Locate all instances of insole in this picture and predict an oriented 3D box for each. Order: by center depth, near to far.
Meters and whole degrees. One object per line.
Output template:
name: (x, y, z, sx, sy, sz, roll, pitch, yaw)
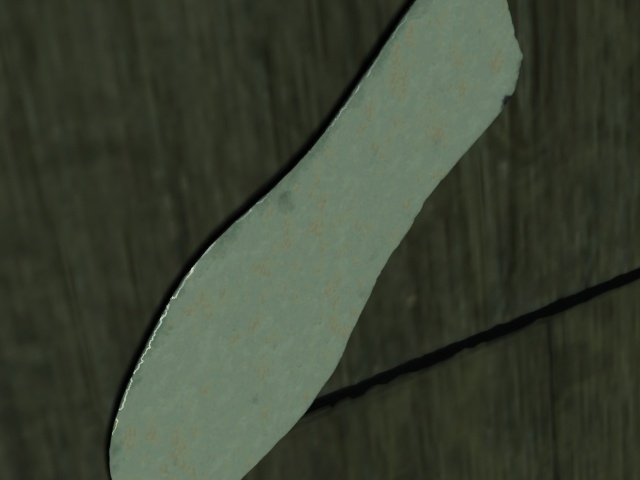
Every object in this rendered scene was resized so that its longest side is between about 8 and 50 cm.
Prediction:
insole: (0.000, 0.000, 0.367, 0.065, 0.004, 0.197, 39, 83, -36)
